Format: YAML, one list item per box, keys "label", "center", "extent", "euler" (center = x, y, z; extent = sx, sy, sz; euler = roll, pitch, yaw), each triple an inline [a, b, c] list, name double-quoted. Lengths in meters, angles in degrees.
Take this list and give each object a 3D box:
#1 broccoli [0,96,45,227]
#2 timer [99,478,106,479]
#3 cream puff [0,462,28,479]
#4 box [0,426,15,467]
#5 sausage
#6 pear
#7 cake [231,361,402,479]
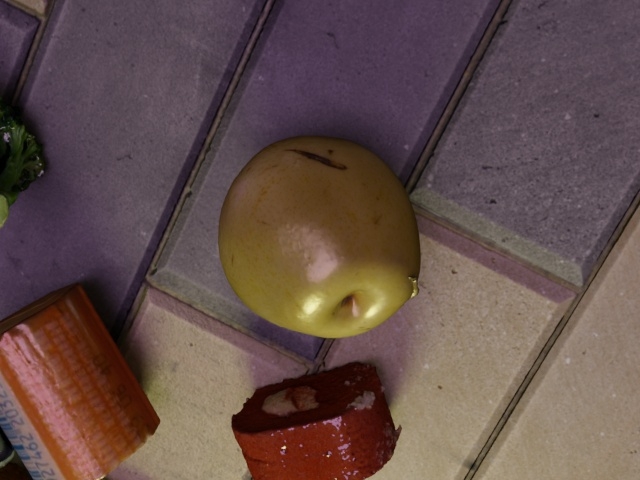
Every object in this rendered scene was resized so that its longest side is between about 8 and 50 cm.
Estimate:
- label: "broccoli"
  center: [-0.578, -0.110, 1.345]
  extent: [0.269, 0.254, 0.269]
  euler: [-13, 57, 21]
- label: "timer"
  center: [-0.427, 0.537, 1.576]
  extent: [0.253, 0.078, 0.178]
  euler: [22, 105, 3]
- label: "cream puff"
  center: [-0.613, 0.518, 1.490]
  extent: [0.303, 0.212, 0.303]
  euler: [-11, 71, 34]
- label: "box"
  center: [-0.642, 0.305, 1.431]
  extent: [0.163, 0.243, 0.135]
  euler: [-27, 128, -29]
- label: "sausage"
  center: [-0.440, 0.249, 1.430]
  extent: [0.233, 0.233, 0.287]
  euler: [-27, 99, 13]
- label: "pear"
  center: [0.000, 0.000, 1.271]
  extent: [0.309, 0.309, 0.309]
  euler: [2, 103, 7]
- label: "cake"
  center: [-0.010, 0.319, 1.416]
  extent: [0.282, 0.177, 0.151]
  euler: [-14, 100, 12]
